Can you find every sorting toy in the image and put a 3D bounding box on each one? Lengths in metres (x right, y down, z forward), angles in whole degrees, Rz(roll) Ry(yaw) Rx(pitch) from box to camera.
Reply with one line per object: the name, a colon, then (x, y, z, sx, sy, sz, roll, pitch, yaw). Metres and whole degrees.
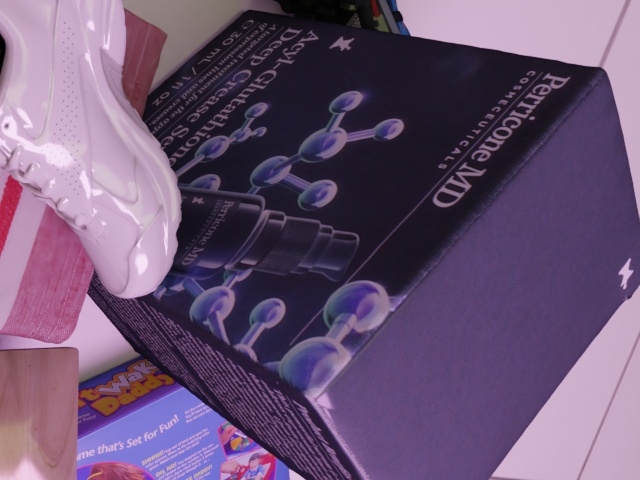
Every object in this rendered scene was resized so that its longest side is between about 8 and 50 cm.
sorting toy: (-0.262, 0.142, 0.662, 0.132, 0.046, 0.274, 2, 86, -39)

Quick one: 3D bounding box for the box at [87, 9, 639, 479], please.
box: (0.000, 0.000, 0.686, 0.293, 0.395, 0.212, -46, 133, -20)

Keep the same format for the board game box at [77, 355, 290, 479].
board game box: (-0.190, 0.247, 0.836, 0.347, 0.078, 0.233, -23, 121, -35)

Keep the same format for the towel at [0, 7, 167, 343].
towel: (-0.236, -0.075, 0.475, 0.329, 0.037, 0.237, 23, 81, -56)

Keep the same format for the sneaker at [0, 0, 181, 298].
sneaker: (-0.162, -0.058, 0.496, 0.115, 0.090, 0.232, -34, 119, -37)

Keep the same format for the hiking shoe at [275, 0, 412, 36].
hiking shoe: (0.046, -0.232, 0.837, 0.304, 0.113, 0.132, 52, 47, -54)
